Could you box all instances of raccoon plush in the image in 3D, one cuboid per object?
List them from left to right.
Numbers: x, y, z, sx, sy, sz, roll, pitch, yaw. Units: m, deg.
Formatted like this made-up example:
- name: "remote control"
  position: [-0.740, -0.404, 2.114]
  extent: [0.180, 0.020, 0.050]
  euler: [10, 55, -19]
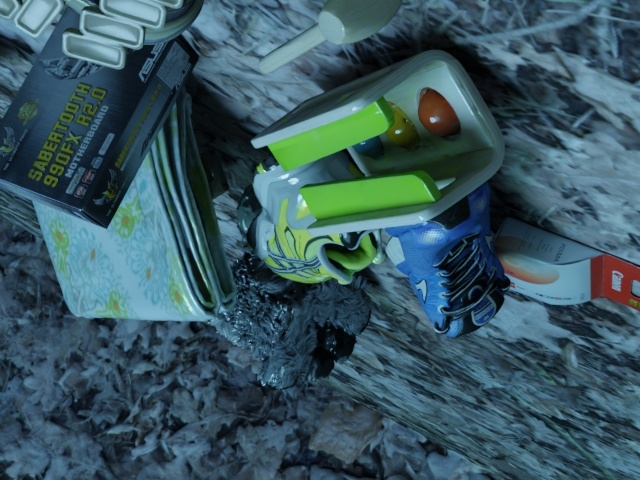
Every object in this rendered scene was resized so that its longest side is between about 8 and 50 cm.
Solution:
- name: "raccoon plush"
  position: [-0.092, 0.022, 1.850]
  extent: [0.299, 0.216, 0.446]
  euler: [34, 142, 40]

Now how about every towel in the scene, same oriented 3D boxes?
- name: "towel"
  position: [-0.272, -0.050, 1.544]
  extent: [0.374, 0.090, 0.320]
  euler: [-2, 104, 49]

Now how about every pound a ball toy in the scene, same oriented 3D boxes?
- name: "pound a ball toy"
  position: [0.044, -0.129, 1.107]
  extent: [0.208, 0.136, 0.319]
  euler: [58, 159, -10]

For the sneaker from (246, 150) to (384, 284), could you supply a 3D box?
- name: "sneaker"
  position: [0.000, 0.000, 1.451]
  extent: [0.147, 0.145, 0.384]
  euler: [53, 173, 15]

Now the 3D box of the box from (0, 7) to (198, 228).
- name: "box"
  position: [-0.270, -0.146, 1.352]
  extent: [0.183, 0.231, 0.056]
  euler: [20, 166, 31]

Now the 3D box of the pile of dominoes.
- name: "pile of dominoes"
  position: [-0.194, -0.259, 0.979]
  extent: [0.196, 0.040, 0.251]
  euler: [33, 135, -21]

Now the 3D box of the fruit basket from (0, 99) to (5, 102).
- name: "fruit basket"
  position: [-0.634, -0.287, 1.674]
  extent: [0.327, 0.165, 0.353]
  euler: [37, 166, -30]

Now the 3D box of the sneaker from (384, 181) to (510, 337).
- name: "sneaker"
  position: [0.151, 0.017, 1.261]
  extent: [0.147, 0.130, 0.330]
  euler: [58, 179, 14]

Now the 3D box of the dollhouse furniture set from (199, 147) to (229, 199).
- name: "dollhouse furniture set"
  position: [-0.239, -0.124, 1.653]
  extent: [0.129, 0.129, 0.183]
  euler: [-25, 87, 55]

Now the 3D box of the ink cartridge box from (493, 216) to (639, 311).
- name: "ink cartridge box"
  position: [0.292, 0.047, 1.354]
  extent: [0.179, 0.045, 0.145]
  euler: [25, 166, 21]

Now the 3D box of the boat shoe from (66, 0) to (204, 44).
- name: "boat shoe"
  position: [-0.264, -0.306, 1.056]
  extent: [0.355, 0.132, 0.130]
  euler: [21, 156, -7]

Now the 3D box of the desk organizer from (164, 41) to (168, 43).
- name: "desk organizer"
  position: [-0.195, -0.260, 1.186]
  extent: [0.130, 0.050, 0.047]
  euler: [32, 165, -13]
